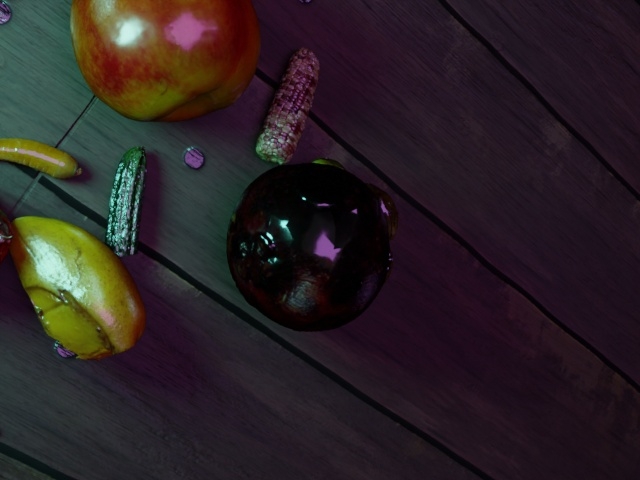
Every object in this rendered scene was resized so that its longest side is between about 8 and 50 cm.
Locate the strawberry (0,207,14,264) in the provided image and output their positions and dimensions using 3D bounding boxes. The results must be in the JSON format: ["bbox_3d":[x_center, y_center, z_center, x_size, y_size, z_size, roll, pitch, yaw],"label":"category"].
[{"bbox_3d":[-0.700,0.025,1.423,0.280,0.253,0.150,-38,123,-18],"label":"strawberry"}]

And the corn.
[{"bbox_3d":[-0.072,-0.319,1.811,0.098,0.098,0.290,23,77,-25],"label":"corn"}]

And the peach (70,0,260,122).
[{"bbox_3d":[-0.316,-0.427,1.542,0.388,0.388,0.389,-1,91,-27],"label":"peach"}]

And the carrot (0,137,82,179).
[{"bbox_3d":[-0.623,-0.178,1.557,0.271,0.066,0.062,14,41,-24],"label":"carrot"}]

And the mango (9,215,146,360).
[{"bbox_3d":[-0.503,0.091,1.555,0.350,0.201,0.199,52,50,0],"label":"mango"}]

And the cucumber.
[{"bbox_3d":[-0.420,-0.076,1.650,0.077,0.077,0.265,6,87,-27],"label":"cucumber"}]

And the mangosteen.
[{"bbox_3d":[-0.006,-0.011,1.705,0.421,0.381,0.381,-44,109,-30],"label":"mangosteen"}]
